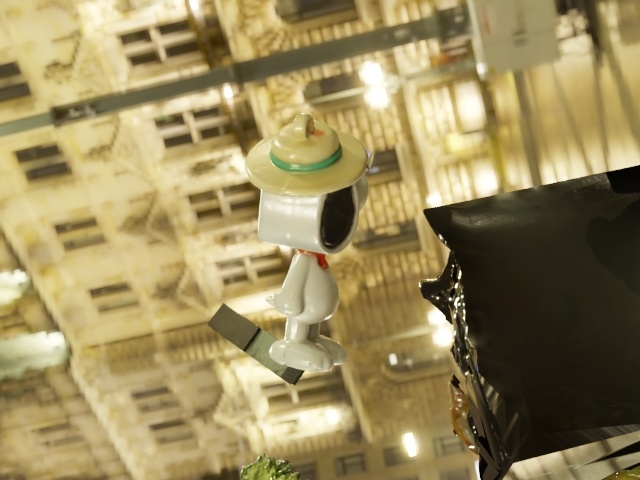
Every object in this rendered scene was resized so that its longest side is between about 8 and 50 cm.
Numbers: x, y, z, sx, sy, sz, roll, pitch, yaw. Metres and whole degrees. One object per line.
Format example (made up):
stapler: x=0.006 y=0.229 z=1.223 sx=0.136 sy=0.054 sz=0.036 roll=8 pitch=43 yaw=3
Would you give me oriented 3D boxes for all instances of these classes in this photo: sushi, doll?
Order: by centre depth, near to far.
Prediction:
sushi: x=0.206 y=0.094 z=1.077 sx=0.212 sy=0.215 sz=0.227 roll=98 pitch=158 yaw=-61
doll: x=-0.008 y=0.009 z=1.396 sx=0.208 sy=0.144 sz=0.271 roll=26 pitch=-106 yaw=-67

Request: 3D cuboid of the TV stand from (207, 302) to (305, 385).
TV stand: x=-0.101 y=0.164 z=1.989 sx=0.040 sy=0.049 sz=0.256 roll=40 pitch=172 yaw=-32

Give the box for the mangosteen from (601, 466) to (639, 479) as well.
mangosteen: x=0.413 y=0.311 z=1.460 sx=0.288 sy=0.288 sz=0.288 roll=-12 pitch=-90 yaw=-83

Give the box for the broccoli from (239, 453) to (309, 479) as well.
broccoli: x=-0.128 y=0.450 z=1.730 sx=0.397 sy=0.275 sz=0.353 roll=47 pitch=-136 yaw=-30
